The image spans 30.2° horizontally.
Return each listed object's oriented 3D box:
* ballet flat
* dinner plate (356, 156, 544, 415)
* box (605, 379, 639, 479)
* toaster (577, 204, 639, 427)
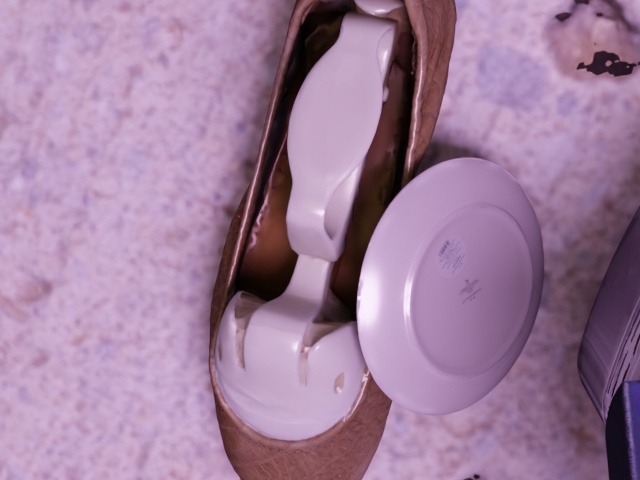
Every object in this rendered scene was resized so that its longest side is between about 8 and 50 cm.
[{"bbox_3d":[0.000,0.000,0.639,0.116,0.124,0.342,16,99,8],"label":"ballet flat"},{"bbox_3d":[0.077,0.026,0.634,0.017,0.141,0.141,12,101,51],"label":"dinner plate"},{"bbox_3d":[0.219,0.134,0.448,0.207,0.108,0.153,-5,65,9],"label":"box"},{"bbox_3d":[0.211,0.039,0.598,0.129,0.146,0.227,27,100,6],"label":"toaster"}]
